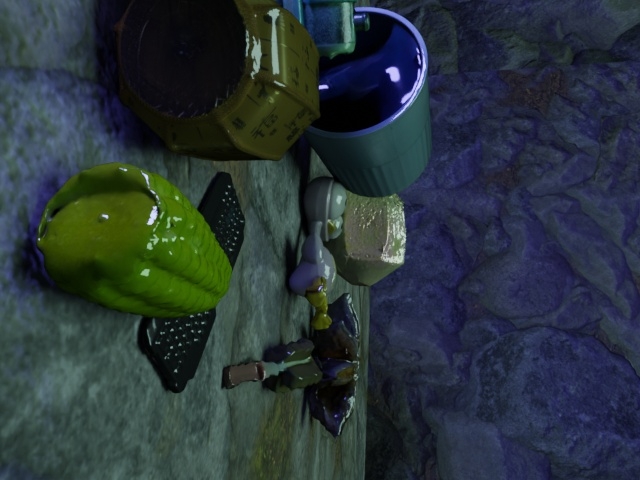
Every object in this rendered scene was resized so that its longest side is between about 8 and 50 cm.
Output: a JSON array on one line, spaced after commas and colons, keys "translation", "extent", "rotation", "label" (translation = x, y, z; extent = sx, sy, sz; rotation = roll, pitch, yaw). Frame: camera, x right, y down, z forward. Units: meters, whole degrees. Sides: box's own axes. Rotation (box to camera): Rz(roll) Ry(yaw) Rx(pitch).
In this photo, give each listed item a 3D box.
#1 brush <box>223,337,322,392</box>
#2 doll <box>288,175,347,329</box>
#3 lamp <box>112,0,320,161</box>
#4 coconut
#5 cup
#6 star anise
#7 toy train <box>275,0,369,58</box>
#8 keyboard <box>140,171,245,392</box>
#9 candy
[{"translation": [-0.072, 0.196, 0.749], "extent": [0.301, 0.071, 0.084], "rotation": [24, 50, -69], "label": "brush"}, {"translation": [-0.001, 0.000, 1.013], "extent": [0.160, 0.094, 0.365], "rotation": [83, 13, -44], "label": "doll"}, {"translation": [-0.081, -0.147, 0.439], "extent": [0.185, 0.161, 0.161], "rotation": [-17, 106, -76], "label": "lamp"}, {"translation": [0.103, -0.008, 1.224], "extent": [0.233, 0.233, 0.245], "rotation": [19, 68, -79], "label": "coconut"}, {"translation": [0.063, -0.262, 0.993], "extent": [0.257, 0.331, 0.311], "rotation": [-60, 157, -7], "label": "cup"}, {"translation": [0.032, 0.280, 1.125], "extent": [0.332, 0.117, 0.332], "rotation": [7, 90, -85], "label": "star anise"}, {"translation": [-0.028, -0.375, 0.615], "extent": [0.120, 0.194, 0.298], "rotation": [-67, 155, -67], "label": "toy train"}, {"translation": [-0.127, 0.033, 0.544], "extent": [0.262, 0.016, 0.106], "rotation": [-78, 164, -47], "label": "keyboard"}, {"translation": [-0.121, 0.017, 0.386], "extent": [0.209, 0.096, 0.097], "rotation": [65, 26, -71], "label": "candy"}]
